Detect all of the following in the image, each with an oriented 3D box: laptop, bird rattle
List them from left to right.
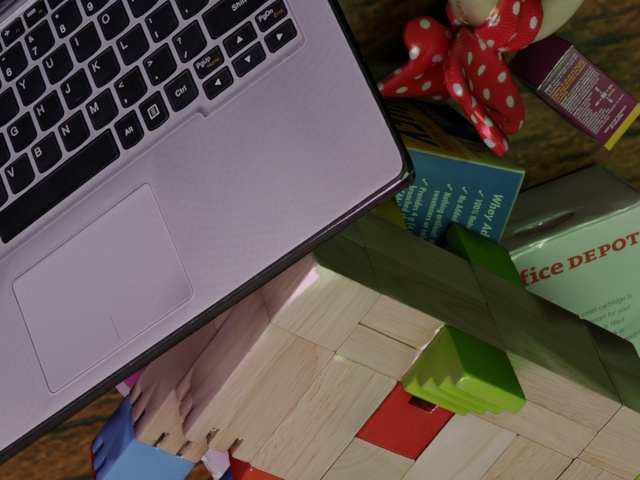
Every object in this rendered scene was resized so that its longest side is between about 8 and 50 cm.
[{"bbox_3d":[-0.225,-0.121,1.008,0.382,0.408,0.236,-35,155,24],"label":"laptop"},{"bbox_3d":[0.133,-0.197,1.223,0.207,0.143,0.253,-31,118,-33],"label":"bird rattle"}]

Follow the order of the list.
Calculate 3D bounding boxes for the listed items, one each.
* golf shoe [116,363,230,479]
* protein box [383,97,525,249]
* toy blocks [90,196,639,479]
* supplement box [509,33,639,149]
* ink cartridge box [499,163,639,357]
[{"bbox_3d":[-0.036,0.172,1.341,0.306,0.115,0.140,29,104,-26],"label":"golf shoe"},{"bbox_3d":[0.000,0.000,1.260,0.201,0.136,0.200,10,109,-23],"label":"protein box"},{"bbox_3d":[0.032,0.135,1.174,0.381,0.191,0.261,25,116,-26],"label":"toy blocks"},{"bbox_3d":[0.187,-0.112,1.324,0.083,0.055,0.043,35,96,-29],"label":"supplement box"},{"bbox_3d":[0.182,0.072,1.381,0.160,0.092,0.219,-20,117,-11],"label":"ink cartridge box"}]
